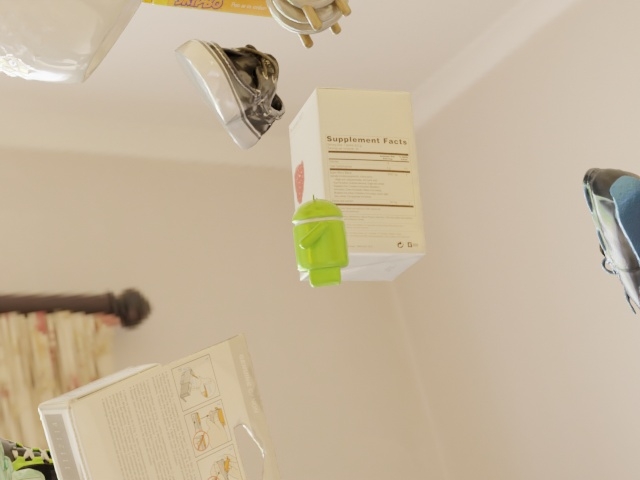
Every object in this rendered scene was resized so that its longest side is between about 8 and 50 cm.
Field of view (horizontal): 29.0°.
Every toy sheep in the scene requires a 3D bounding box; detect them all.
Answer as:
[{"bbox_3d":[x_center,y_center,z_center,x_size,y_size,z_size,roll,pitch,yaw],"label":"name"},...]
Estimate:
[{"bbox_3d":[-0.013,-0.238,1.192,0.091,0.091,0.132,-9,-8,-14],"label":"toy sheep"}]

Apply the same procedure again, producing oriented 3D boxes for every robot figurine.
[{"bbox_3d":[0.000,0.000,1.567,0.067,0.115,0.101,-7,-5,3],"label":"robot figurine"}]

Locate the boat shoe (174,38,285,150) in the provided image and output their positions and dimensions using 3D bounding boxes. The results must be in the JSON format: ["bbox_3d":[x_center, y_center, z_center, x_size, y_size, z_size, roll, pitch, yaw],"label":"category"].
[{"bbox_3d":[-0.071,-0.144,1.141,0.076,0.080,0.228,-38,-15,-2],"label":"boat shoe"}]

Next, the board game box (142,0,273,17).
[{"bbox_3d":[-0.139,-0.354,1.680,0.260,0.124,0.039,-1,-46,-25],"label":"board game box"}]

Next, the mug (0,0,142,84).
[{"bbox_3d":[-0.325,-0.363,1.314,0.328,0.276,0.374,34,-67,-9],"label":"mug"}]

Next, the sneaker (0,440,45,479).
[{"bbox_3d":[-0.318,0.212,1.151,0.094,0.255,0.151,6,16,14],"label":"sneaker"}]

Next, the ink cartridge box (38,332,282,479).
[{"bbox_3d":[-0.162,0.282,1.409,0.066,0.296,0.261,-9,7,43],"label":"ink cartridge box"}]

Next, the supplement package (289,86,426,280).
[{"bbox_3d":[0.058,-0.092,2.113,0.175,0.292,0.177,1,-18,-17],"label":"supplement package"}]

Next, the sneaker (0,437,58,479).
[{"bbox_3d":[-0.322,0.278,1.515,0.235,0.084,0.097,37,-84,-29],"label":"sneaker"}]

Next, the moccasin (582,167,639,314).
[{"bbox_3d":[0.520,-0.004,2.017,0.138,0.117,0.342,-38,-49,-12],"label":"moccasin"}]
